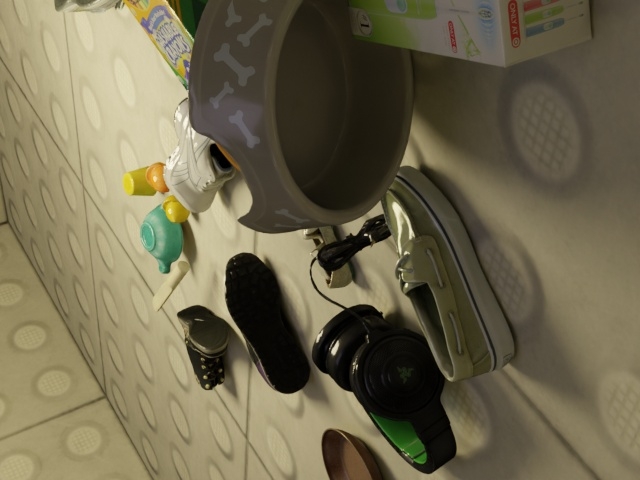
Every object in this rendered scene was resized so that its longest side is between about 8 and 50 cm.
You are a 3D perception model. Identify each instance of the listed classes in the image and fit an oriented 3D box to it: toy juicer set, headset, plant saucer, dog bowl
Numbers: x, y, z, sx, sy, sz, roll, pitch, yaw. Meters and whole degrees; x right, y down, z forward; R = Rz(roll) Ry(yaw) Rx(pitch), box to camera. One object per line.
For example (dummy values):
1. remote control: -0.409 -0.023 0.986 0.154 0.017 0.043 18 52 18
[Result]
1. toy juicer set: -0.330 -0.021 2.380 0.209 0.089 0.329 -18 84 53
2. headset: 0.103 0.162 1.601 0.243 0.185 0.394 27 148 61
3. plant saucer: 0.066 0.427 1.949 0.198 0.036 0.199 46 148 42
4. dog bowl: -0.006 -0.175 1.294 0.102 0.349 0.349 6 117 35

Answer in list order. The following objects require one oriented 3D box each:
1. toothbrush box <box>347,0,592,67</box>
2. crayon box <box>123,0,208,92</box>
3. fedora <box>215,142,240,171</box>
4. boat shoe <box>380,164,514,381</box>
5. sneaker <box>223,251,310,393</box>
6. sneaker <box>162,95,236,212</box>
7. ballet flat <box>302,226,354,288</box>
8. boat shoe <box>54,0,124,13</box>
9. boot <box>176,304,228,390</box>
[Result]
1. toothbrush box: 0.139 -0.310 1.126 0.283 0.122 0.206 27 132 54
2. crayon box: -0.248 -0.396 1.756 0.323 0.083 0.203 56 162 -9
3. fedora: -0.111 -0.182 1.776 0.194 0.079 0.194 39 153 24
4. boat shoe: 0.148 0.040 1.408 0.302 0.094 0.109 62 155 15
5. sneaker: -0.123 0.164 2.064 0.283 0.107 0.124 69 162 1
6. sneaker: -0.219 -0.143 2.021 0.129 0.111 0.297 50 151 25
7. ballet flat: 0.000 0.000 1.735 0.168 0.052 0.057 64 155 13
8. boat shoe: -0.471 -0.534 2.267 0.320 0.103 0.118 2 91 58
9. boot: -0.246 0.259 2.412 0.236 0.085 0.179 35 141 61
